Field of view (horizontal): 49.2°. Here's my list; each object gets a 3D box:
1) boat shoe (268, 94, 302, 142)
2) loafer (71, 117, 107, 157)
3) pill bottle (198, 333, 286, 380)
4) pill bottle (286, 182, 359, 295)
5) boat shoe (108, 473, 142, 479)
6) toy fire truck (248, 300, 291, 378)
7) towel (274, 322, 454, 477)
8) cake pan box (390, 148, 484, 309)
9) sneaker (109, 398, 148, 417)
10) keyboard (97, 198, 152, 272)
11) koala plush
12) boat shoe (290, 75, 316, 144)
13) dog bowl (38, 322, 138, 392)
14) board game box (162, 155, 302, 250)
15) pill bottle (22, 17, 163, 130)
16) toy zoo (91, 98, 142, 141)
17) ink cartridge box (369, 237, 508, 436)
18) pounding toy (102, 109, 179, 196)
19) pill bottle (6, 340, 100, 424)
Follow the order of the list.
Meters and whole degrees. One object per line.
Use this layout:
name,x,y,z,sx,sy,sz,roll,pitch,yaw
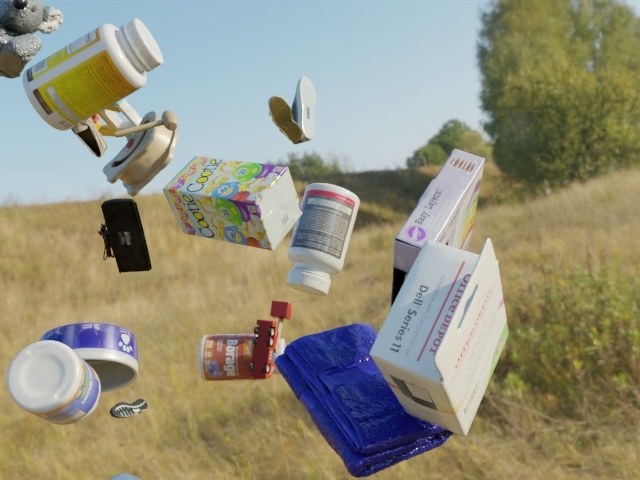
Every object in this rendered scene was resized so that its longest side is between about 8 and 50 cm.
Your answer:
boat shoe,-0.097,-0.308,1.757,0.048,0.056,0.153,31,-12,39
loafer,-0.481,-0.223,1.428,0.045,0.125,0.039,-26,37,10
pill bottle,-0.201,0.303,1.818,0.216,0.121,0.121,-2,1,3
pill bottle,0.000,0.000,2.141,0.176,0.319,0.176,15,-14,4
boat shoe,-0.285,0.540,1.154,0.113,0.306,0.105,-24,1,17
toy fire truck,-0.121,0.242,1.714,0.047,0.192,0.135,5,-7,16
towel,0.078,0.271,1.283,0.227,0.076,0.308,-15,38,-24
cake pan box,0.203,0.010,1.246,0.070,0.246,0.267,20,50,22
sneaker,-0.451,0.400,1.628,0.043,0.040,0.109,-42,-23,18
keyboard,-0.420,-0.014,1.485,0.100,0.192,0.038,-2,37,-1
koala plush,-0.737,-0.514,1.657,0.196,0.221,0.203,30,-26,-18
boat shoe,-0.063,-0.397,2.126,0.070,0.220,0.077,-16,-28,37
dog bowl,-0.632,0.324,1.904,0.264,0.104,0.265,-7,-30,-4
board game box,-0.207,-0.093,1.649,0.275,0.142,0.144,9,46,30
pill bottle,-0.376,-0.281,1.171,0.214,0.117,0.117,-27,-2,7
toy zoo,-0.603,-0.370,1.883,0.192,0.030,0.293,0,-37,35
ink cartridge box,0.188,0.143,1.072,0.119,0.207,0.353,19,-23,27
pounding toy,-0.456,-0.250,1.740,0.269,0.154,0.154,-39,-52,20
pill bottle,-0.579,0.327,1.560,0.152,0.152,0.272,-12,-21,-8
